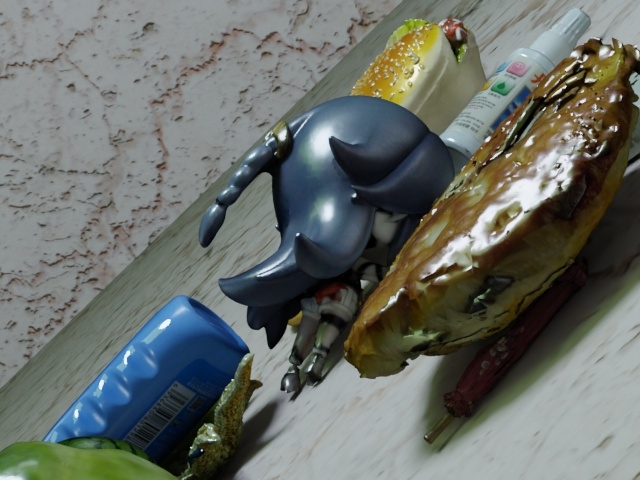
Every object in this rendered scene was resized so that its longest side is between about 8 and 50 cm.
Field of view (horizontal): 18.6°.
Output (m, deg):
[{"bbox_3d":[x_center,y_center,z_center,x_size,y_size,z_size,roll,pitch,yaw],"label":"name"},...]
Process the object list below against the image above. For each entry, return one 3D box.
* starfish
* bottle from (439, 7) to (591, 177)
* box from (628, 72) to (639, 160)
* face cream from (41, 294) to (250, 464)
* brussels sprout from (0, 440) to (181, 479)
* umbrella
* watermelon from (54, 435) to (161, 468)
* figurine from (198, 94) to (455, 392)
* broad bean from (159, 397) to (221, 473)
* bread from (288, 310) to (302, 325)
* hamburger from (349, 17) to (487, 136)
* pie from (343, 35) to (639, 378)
[{"bbox_3d":[-0.095,0.169,1.717,0.208,0.053,0.176,-46,4,45],"label":"starfish"},{"bbox_3d":[0.190,-0.146,1.871,0.217,0.060,0.060,-50,11,-25],"label":"bottle"},{"bbox_3d":[0.268,-0.122,1.501,0.245,0.035,0.139,-38,11,36],"label":"box"},{"bbox_3d":[-0.178,0.171,1.737,0.264,0.083,0.149,-48,-25,3],"label":"face cream"},{"bbox_3d":[-0.170,0.239,1.301,0.271,0.210,0.219,-29,-37,-83],"label":"brussels sprout"},{"bbox_3d":[0.124,0.073,1.306,0.165,0.025,0.027,-45,-15,-17],"label":"umbrella"},{"bbox_3d":[-0.181,0.228,1.591,0.141,0.141,0.187,-49,14,-25],"label":"watermelon"},{"bbox_3d":[0.011,-0.012,1.759,0.175,0.197,0.265,-2,32,39],"label":"figurine"},{"bbox_3d":[-0.175,0.224,1.836,0.325,0.067,0.075,-42,41,3],"label":"broad bean"},{"bbox_3d":[0.000,0.045,1.958,0.110,0.024,0.110,-44,8,8],"label":"bread"},{"bbox_3d":[0.096,-0.160,2.173,0.173,0.116,0.210,-52,12,-28],"label":"hamburger"},{"bbox_3d":[0.131,-0.016,1.380,0.308,0.085,0.308,-51,2,2],"label":"pie"}]
